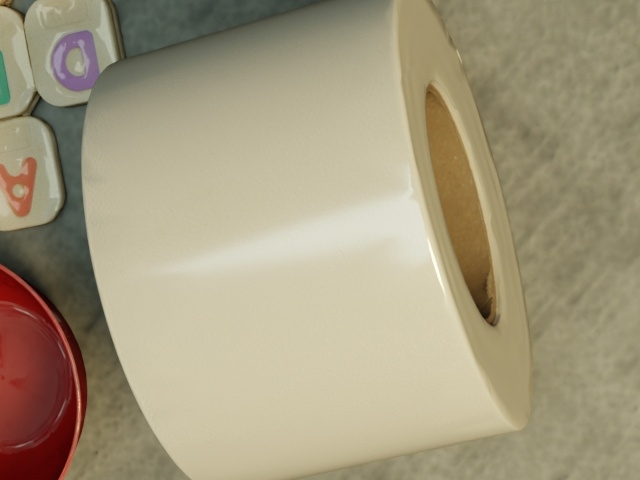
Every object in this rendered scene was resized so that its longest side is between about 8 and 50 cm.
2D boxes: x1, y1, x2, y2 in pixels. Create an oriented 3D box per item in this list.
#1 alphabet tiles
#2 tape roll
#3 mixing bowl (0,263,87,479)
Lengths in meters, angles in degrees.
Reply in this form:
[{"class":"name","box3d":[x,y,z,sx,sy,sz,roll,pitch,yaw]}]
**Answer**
[{"class":"alphabet tiles","box3d":[-0.266,-0.134,1.086,0.284,0.021,0.278,-10,91,14]},{"class":"tape roll","box3d":[0.000,0.000,0.911,0.169,0.246,0.246,-15,90,14]},{"class":"mixing bowl","box3d":[-0.213,0.089,1.046,0.181,0.098,0.181,1,95,14]}]
